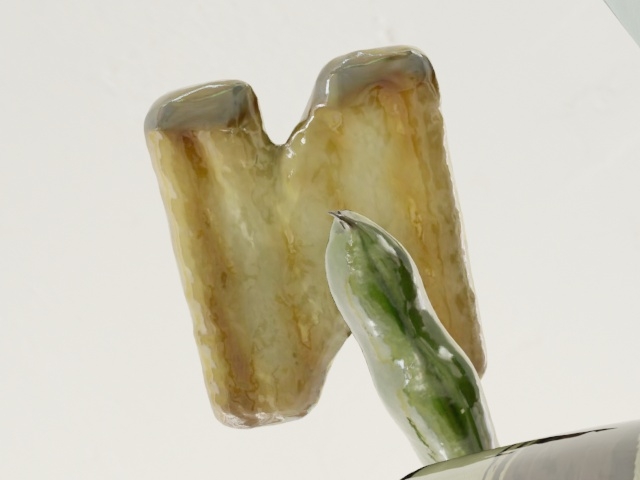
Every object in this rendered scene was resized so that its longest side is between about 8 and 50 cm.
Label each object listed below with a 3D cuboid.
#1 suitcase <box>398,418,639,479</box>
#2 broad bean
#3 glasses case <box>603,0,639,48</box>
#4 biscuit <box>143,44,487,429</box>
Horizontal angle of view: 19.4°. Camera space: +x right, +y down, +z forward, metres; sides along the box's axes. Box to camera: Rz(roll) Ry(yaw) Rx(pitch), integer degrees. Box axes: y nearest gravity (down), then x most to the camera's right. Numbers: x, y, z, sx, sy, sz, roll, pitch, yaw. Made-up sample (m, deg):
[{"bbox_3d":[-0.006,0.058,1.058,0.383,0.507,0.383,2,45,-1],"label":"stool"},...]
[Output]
[{"bbox_3d":[0.177,0.189,0.665,0.351,0.339,0.194,17,-107,-20],"label":"suitcase"},{"bbox_3d":[0.079,0.116,1.095,0.056,0.098,0.318,-30,-71,-4],"label":"broad bean"},{"bbox_3d":[0.268,-0.237,1.567,0.056,0.266,0.105,-12,-63,-2],"label":"glasses case"},{"bbox_3d":[0.000,0.000,1.484,0.236,0.062,0.291,-12,-75,5],"label":"biscuit"}]
